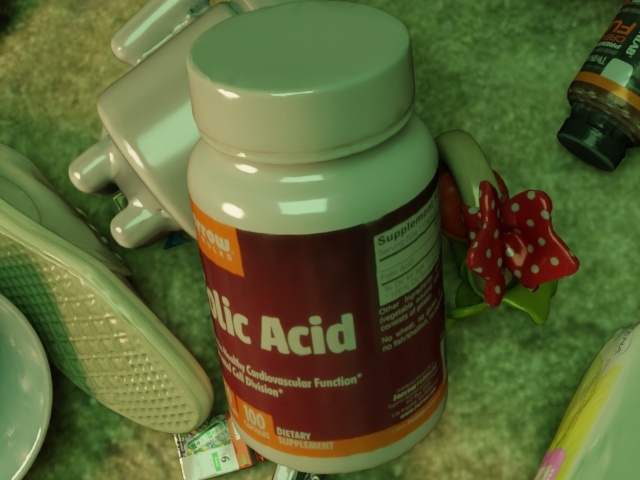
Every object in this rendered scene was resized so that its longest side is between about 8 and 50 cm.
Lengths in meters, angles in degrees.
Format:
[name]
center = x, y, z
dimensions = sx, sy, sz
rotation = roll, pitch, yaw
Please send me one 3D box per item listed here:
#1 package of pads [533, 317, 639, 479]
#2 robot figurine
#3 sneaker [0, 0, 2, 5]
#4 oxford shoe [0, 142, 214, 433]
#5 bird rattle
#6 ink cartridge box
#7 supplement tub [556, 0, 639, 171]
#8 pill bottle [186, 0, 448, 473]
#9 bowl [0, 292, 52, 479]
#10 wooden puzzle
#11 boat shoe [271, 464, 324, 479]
[package of pads]
center = 0.314, 0.246, 1.056
dimensions = 0.229, 0.101, 0.296
rotation = 32, 75, 0
[robot figurine]
center = -0.089, -0.135, 1.182
dimensions = 0.353, 0.200, 0.300
rotation = -36, 93, 1
[sneaker]
center = -0.498, -0.233, 1.342
dimensions = 0.295, 0.109, 0.123
rotation = -40, 50, 6
[oxford shoe]
center = -0.276, 0.032, 1.231
dimensions = 0.449, 0.130, 0.169
rotation = 38, 131, 13
[bird rattle]
center = 0.148, -0.010, 1.101
dimensions = 0.143, 0.253, 0.207
rotation = -23, 65, 3
[ink cartridge box]
center = -0.096, 0.216, 1.217
dimensions = 0.115, 0.029, 0.063
rotation = -17, 79, 8
[supplement tub]
center = 0.325, -0.170, 1.161
dimensions = 0.106, 0.106, 0.198
rotation = 33, 88, 14
[pill bottle]
center = 0.000, 0.000, 1.035
dimensions = 0.224, 0.224, 0.392
rotation = 0, 123, 11
[bowl]
center = -0.451, 0.147, 1.190
dimensions = 0.311, 0.163, 0.312
rotation = -8, 110, -22
[wooden puzzle]
center = -0.198, -0.037, 1.287
dimensions = 0.078, 0.014, 0.116
rotation = -26, 77, 10
[boat shoe]
center = -0.017, 0.266, 1.176
dimensions = 0.076, 0.080, 0.229
rotation = 17, 80, -1
